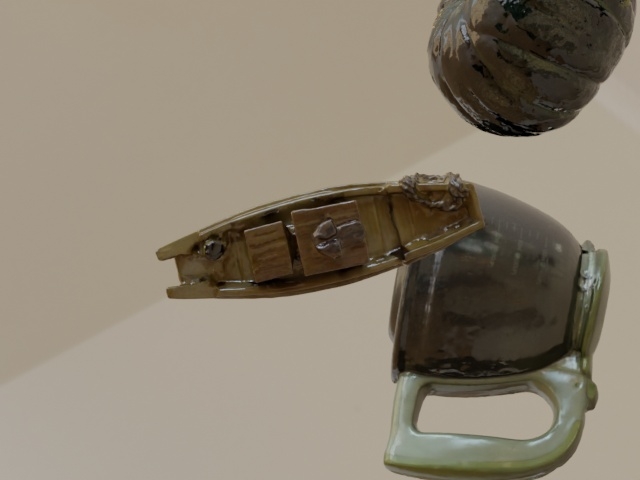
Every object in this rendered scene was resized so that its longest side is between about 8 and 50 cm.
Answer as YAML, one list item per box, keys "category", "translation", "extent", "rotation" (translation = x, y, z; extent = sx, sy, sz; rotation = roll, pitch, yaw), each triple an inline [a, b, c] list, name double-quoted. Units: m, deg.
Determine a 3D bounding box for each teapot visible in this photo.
- category: "teapot"
  translation: [0.194, 0.086, 1.528]
  extent: [0.321, 0.239, 0.239]
  rotation: [-69, 167, -52]

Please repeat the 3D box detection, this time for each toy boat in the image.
- category: "toy boat"
  translation: [0.000, 0.000, 0.890]
  extent: [0.072, 0.206, 0.064]
  rotation: [-156, -127, -88]

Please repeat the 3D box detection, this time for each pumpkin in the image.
- category: "pumpkin"
  translation: [0.198, -0.204, 1.324]
  extent: [0.162, 0.220, 0.220]
  rotation: [32, -6, -16]
